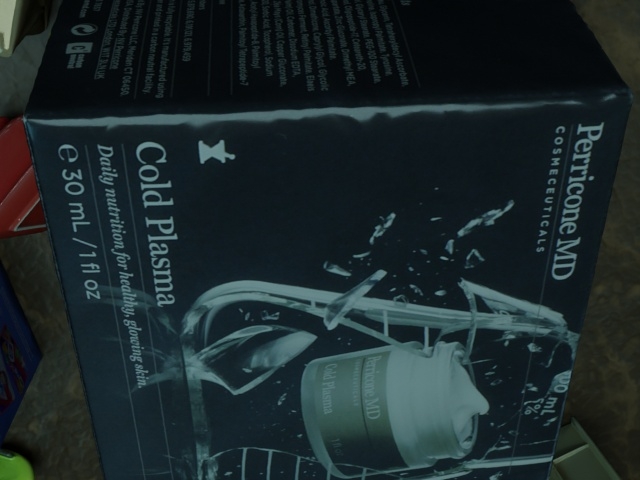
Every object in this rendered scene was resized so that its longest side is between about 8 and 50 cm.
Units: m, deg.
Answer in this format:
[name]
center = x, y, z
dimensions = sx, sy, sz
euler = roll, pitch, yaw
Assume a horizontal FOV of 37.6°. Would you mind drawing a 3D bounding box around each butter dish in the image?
[butter dish]
center = -0.326, -0.090, 1.049
dimensions = 0.118, 0.160, 0.160
euler = 46, 104, 6

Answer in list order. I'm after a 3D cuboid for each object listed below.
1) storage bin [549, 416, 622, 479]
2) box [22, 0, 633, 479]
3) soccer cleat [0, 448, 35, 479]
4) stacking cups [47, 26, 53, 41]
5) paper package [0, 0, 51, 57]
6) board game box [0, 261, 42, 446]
[storage bin]
center = 0.361, 0.411, 1.209
dimensions = 0.123, 0.260, 0.262
euler = -26, 110, 2
[box]
center = 0.000, 0.000, 0.952
dimensions = 0.472, 0.297, 0.480
euler = -4, 127, -4
[soccer cleat]
center = -0.509, 0.348, 1.238
dimensions = 0.289, 0.093, 0.121
euler = -17, 142, -1
[stacking cups]
center = -0.144, -0.168, 1.051
dimensions = 0.316, 0.096, 0.096
euler = 8, 110, -10
[paper package]
center = -0.419, -0.367, 0.910
dimensions = 0.325, 0.168, 0.309
euler = 13, 111, -9
[board game box]
center = -0.429, 0.047, 1.033
dimensions = 0.078, 0.233, 0.347
euler = -16, 111, 2
